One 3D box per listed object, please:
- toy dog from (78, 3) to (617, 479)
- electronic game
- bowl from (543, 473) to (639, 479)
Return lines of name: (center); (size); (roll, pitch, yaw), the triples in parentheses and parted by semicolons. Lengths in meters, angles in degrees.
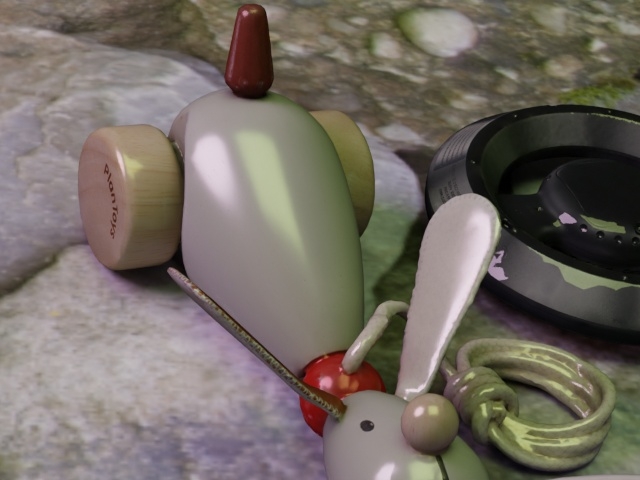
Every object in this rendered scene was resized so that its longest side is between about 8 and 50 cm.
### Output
toy dog: (0.000, 0.000, 0.811); (0.333, 0.161, 0.220); (36, 44, 30)
electronic game: (0.177, -0.014, 0.966); (0.229, 0.048, 0.229); (7, 37, -5)
bowl: (0.113, 0.204, 0.488); (0.297, 0.298, 0.134); (23, 13, 17)
